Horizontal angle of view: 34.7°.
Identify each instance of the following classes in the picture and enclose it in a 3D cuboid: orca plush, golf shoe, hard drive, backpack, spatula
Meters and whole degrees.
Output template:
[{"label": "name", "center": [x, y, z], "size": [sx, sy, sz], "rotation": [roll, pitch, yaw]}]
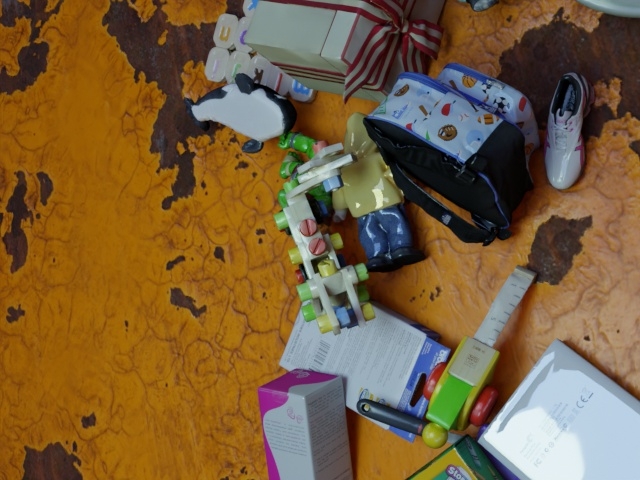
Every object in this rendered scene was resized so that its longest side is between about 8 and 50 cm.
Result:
[{"label": "orca plush", "center": [-0.133, -0.247, 1.969], "size": [0.287, 0.102, 0.151], "rotation": [-9, 102, 49]}, {"label": "golf shoe", "center": [0.384, -0.174, 1.625], "size": [0.067, 0.086, 0.186], "rotation": [7, 91, 33]}, {"label": "hard drive", "center": [0.424, 0.328, 1.557], "size": [0.318, 0.040, 0.210], "rotation": [40, 98, 31]}, {"label": "backpack", "center": [0.211, -0.162, 1.640], "size": [0.263, 0.276, 0.213], "rotation": [26, 74, 25]}, {"label": "spatula", "center": [0.199, 0.319, 1.691], "size": [0.296, 0.030, 0.084], "rotation": [19, 95, 9]}]

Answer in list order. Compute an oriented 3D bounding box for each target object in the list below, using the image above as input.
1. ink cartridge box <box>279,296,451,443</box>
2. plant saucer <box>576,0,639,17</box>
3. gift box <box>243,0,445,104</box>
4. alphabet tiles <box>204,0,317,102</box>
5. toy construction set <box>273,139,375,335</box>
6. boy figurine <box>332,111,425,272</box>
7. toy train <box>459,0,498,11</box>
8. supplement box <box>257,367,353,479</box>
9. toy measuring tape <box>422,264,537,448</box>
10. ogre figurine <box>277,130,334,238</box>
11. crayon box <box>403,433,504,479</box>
[{"label": "ink cartridge box", "center": [0.083, 0.204, 1.808], "size": [0.311, 0.065, 0.186], "rotation": [27, 100, 35]}, {"label": "plant saucer", "center": [0.493, -0.537, 1.521], "size": [0.400, 0.100, 0.401], "rotation": [-4, 79, 20]}, {"label": "gift box", "center": [0.056, -0.360, 1.773], "size": [0.258, 0.255, 0.276], "rotation": [15, 88, 36]}, {"label": "alphabet tiles", "center": [-0.109, -0.363, 2.021], "size": [0.284, 0.021, 0.278], "rotation": [18, 95, 34]}, {"label": "toy construction set", "center": [0.000, 0.000, 1.736], "size": [0.151, 0.215, 0.328], "rotation": [-6, 84, -2]}, {"label": "boy figurine", "center": [0.091, -0.087, 1.815], "size": [0.177, 0.092, 0.285], "rotation": [-25, 71, 30]}, {"label": "toy train", "center": [0.261, -0.551, 1.726], "size": [0.190, 0.142, 0.334], "rotation": [-25, 69, 17]}, {"label": "supplement box", "center": [-0.025, 0.350, 1.796], "size": [0.111, 0.114, 0.220], "rotation": [5, 108, 39]}, {"label": "toy measuring tape", "center": [0.259, 0.197, 1.667], "size": [0.121, 0.121, 0.330], "rotation": [22, 71, 34]}, {"label": "ogre figurine", "center": [-0.024, -0.107, 1.894], "size": [0.118, 0.096, 0.197], "rotation": [-3, 72, 46]}, {"label": "crayon box", "center": [0.249, 0.471, 1.623], "size": [0.165, 0.081, 0.278], "rotation": [-42, 76, 24]}]
